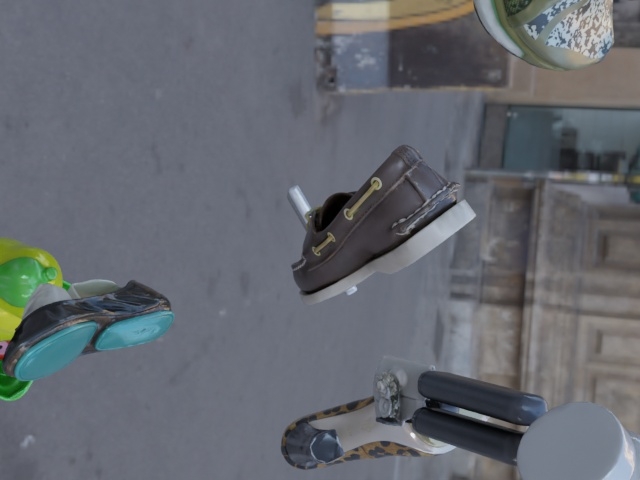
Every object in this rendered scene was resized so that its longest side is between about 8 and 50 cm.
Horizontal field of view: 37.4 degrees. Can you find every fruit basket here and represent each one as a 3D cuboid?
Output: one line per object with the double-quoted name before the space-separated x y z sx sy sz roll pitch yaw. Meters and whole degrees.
"fruit basket" -0.593 0.108 1.637 0.283 0.392 0.392 -59 161 -6

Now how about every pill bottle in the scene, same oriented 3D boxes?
"pill bottle" 0.243 0.228 0.775 0.208 0.117 0.118 52 37 -30

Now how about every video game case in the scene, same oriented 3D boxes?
"video game case" 0.000 0.000 1.543 0.190 0.022 0.173 60 -3 -1

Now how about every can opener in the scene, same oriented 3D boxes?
"can opener" 0.137 0.169 0.971 0.280 0.093 0.074 180 -82 -65

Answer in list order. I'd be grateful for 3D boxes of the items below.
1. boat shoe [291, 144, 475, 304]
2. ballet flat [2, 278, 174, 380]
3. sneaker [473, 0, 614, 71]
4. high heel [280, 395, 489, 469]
"boat shoe" 0.040 -0.010 0.992 0.116 0.097 0.324 -36 -178 -25
"ballet flat" -0.291 0.098 1.129 0.095 0.096 0.280 -53 162 19
"sneaker" 0.220 -0.276 0.777 0.158 0.182 0.410 -57 144 -15
"high heel" 0.081 0.234 1.211 0.186 0.261 0.093 146 -67 -71
